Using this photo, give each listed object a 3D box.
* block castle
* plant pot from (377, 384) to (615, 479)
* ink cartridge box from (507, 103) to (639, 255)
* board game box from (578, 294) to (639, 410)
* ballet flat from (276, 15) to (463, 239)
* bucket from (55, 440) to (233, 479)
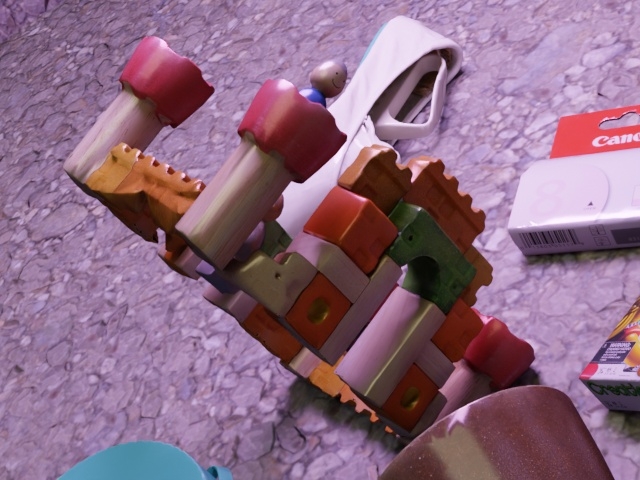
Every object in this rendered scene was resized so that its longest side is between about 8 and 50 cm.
[{"bbox_3d":[0.000,0.000,1.203,0.213,0.453,0.303,-52,40,-10],"label":"block castle"},{"bbox_3d":[0.181,0.276,0.995,0.215,0.215,0.230,-34,51,0],"label":"plant pot"},{"bbox_3d":[0.327,-0.089,1.382,0.189,0.066,0.232,-6,50,32],"label":"ink cartridge box"},{"bbox_3d":[0.379,0.068,1.071,0.193,0.053,0.305,-49,13,-19],"label":"board game box"},{"bbox_3d":[0.070,-0.140,1.579,0.139,0.139,0.400,5,51,39],"label":"ballet flat"},{"bbox_3d":[-0.161,0.340,1.167,0.281,0.183,0.281,-19,42,18],"label":"bucket"}]
